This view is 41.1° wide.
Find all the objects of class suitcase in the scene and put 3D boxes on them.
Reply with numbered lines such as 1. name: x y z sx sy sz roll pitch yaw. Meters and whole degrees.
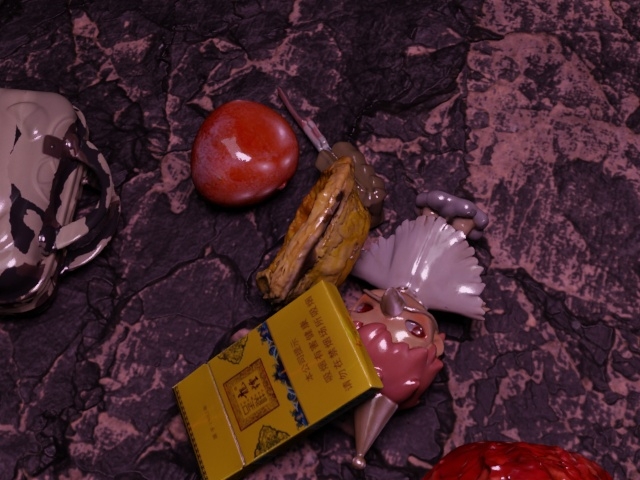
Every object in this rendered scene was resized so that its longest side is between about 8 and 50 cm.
1. suitcase: -0.467 -0.066 1.248 0.339 0.194 0.352 4 63 4

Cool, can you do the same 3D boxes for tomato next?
1. tomato: -0.122 -0.125 1.270 0.167 0.167 0.167 -2 62 3

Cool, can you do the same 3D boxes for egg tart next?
1. egg tart: 0.000 0.000 1.165 0.105 0.241 0.241 30 67 -5

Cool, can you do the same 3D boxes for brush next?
1. brush: 0.005 -0.140 1.324 0.071 0.084 0.301 -28 58 -14

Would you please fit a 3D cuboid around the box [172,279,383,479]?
1. box: -0.063 0.189 1.095 0.279 0.041 0.153 -36 63 21

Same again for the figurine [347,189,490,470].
1. figurine: 0.100 0.109 1.129 0.207 0.166 0.387 22 65 19

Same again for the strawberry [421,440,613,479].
1. strawberry: 0.222 0.345 0.895 0.295 0.345 0.317 33 69 21
